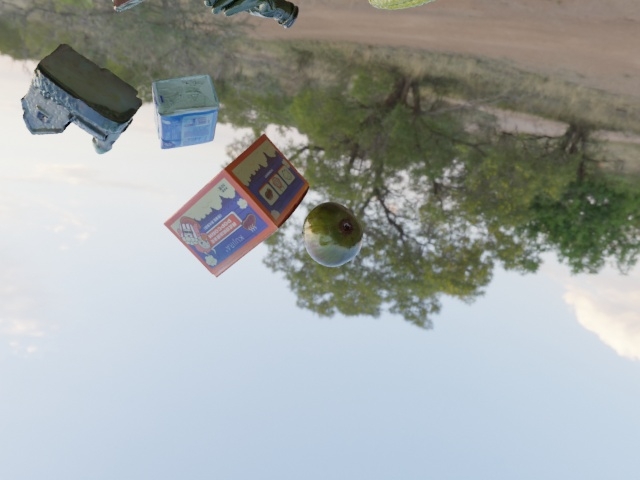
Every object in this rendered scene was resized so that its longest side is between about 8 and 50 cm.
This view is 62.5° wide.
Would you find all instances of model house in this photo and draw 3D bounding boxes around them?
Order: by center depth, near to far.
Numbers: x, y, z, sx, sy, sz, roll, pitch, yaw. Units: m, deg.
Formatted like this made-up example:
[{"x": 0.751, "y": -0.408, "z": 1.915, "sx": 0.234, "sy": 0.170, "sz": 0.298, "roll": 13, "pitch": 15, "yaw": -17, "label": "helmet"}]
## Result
[{"x": -0.786, "y": -0.419, "z": 1.714, "sx": 0.298, "sy": 0.284, "sz": 0.243, "roll": 35, "pitch": -143, "yaw": -22, "label": "model house"}]

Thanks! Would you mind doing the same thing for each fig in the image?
[{"x": 0.000, "y": 0.000, "z": 1.291, "sx": 0.151, "sy": 0.151, "sz": 0.259, "roll": 5, "pitch": 166, "yaw": -24, "label": "fig"}]

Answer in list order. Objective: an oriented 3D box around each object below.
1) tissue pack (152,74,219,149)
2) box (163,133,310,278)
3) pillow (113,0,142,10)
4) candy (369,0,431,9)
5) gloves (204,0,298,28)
[{"x": -0.463, "y": -0.434, "z": 1.800, "sx": 0.198, "sy": 0.146, "sz": 0.263, "roll": -14, "pitch": 171, "yaw": -18, "label": "tissue pack"}, {"x": -0.269, "y": -0.117, "z": 1.762, "sx": 0.257, "sy": 0.349, "sz": 0.318, "roll": 47, "pitch": -147, "yaw": -13, "label": "box"}, {"x": -0.445, "y": -0.638, "z": 1.265, "sx": 0.179, "sy": 0.171, "sz": 0.075, "roll": 58, "pitch": 170, "yaw": 18, "label": "pillow"}, {"x": 0.176, "y": -0.508, "z": 1.034, "sx": 0.094, "sy": 0.106, "sz": 0.199, "roll": -10, "pitch": -173, "yaw": -43, "label": "candy"}, {"x": -0.190, "y": -0.659, "z": 1.447, "sx": 0.268, "sy": 0.107, "sz": 0.135, "roll": 0, "pitch": -160, "yaw": -27, "label": "gloves"}]
